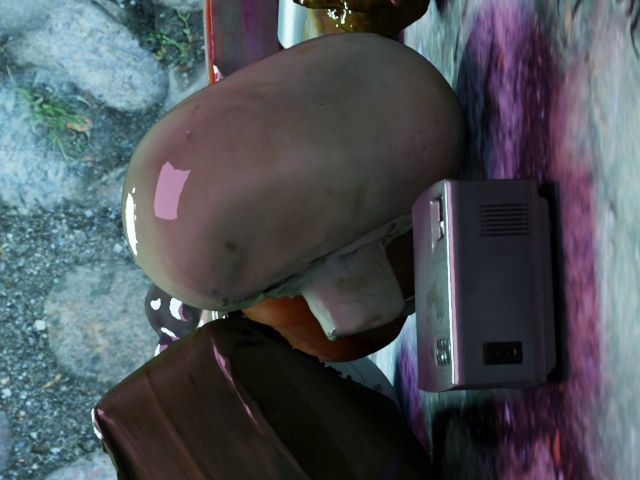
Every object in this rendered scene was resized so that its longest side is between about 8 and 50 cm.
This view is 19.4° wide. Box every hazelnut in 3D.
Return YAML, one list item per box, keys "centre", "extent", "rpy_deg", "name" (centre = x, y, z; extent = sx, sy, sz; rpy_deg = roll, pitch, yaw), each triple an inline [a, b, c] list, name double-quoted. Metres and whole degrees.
- centre: [0.000, 0.000, 1.457]
  extent: [0.182, 0.182, 0.182]
  rpy_deg: [178, 90, -85]
  name: "hazelnut"

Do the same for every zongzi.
- centre: [0.045, 0.245, 1.281]
  extent: [0.393, 0.174, 0.356]
  rpy_deg: [49, -174, 17]
  name: "zongzi"

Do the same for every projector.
- centre: [0.089, 0.027, 1.039]
  extent: [0.147, 0.061, 0.115]
  rpy_deg: [137, 130, -83]
  name: "projector"

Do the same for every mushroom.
- centre: [-0.007, -0.028, 1.245]
  extent: [0.202, 0.246, 0.246]
  rpy_deg: [61, 169, 9]
  name: "mushroom"

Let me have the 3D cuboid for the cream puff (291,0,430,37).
- centre: [0.028, -0.195, 1.347]
  extent: [0.122, 0.116, 0.094]
  rpy_deg: [22, -102, -80]
  name: "cream puff"

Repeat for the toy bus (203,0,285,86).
- centre: [-0.057, -0.223, 2.108]
  extent: [0.127, 0.147, 0.302]
  rpy_deg: [87, -179, -79]
  name: "toy bus"

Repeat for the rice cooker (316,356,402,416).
- centre: [-0.033, 0.213, 1.635]
  extent: [0.226, 0.226, 0.244]
  rpy_deg: [-99, 10, -53]
  name: "rice cooker"

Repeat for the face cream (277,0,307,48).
- centre: [0.001, -0.291, 1.777]
  extent: [0.077, 0.077, 0.250]
  rpy_deg: [-97, 9, -46]
  name: "face cream"

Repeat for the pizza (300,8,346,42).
- centre: [0.018, -0.117, 1.699]
  extent: [0.297, 0.071, 0.189]
  rpy_deg: [86, 175, -50]
  name: "pizza"

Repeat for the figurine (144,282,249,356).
- centre: [-0.062, 0.077, 2.129]
  extent: [0.365, 0.206, 0.218]
  rpy_deg: [14, 82, 68]
  name: "figurine"
